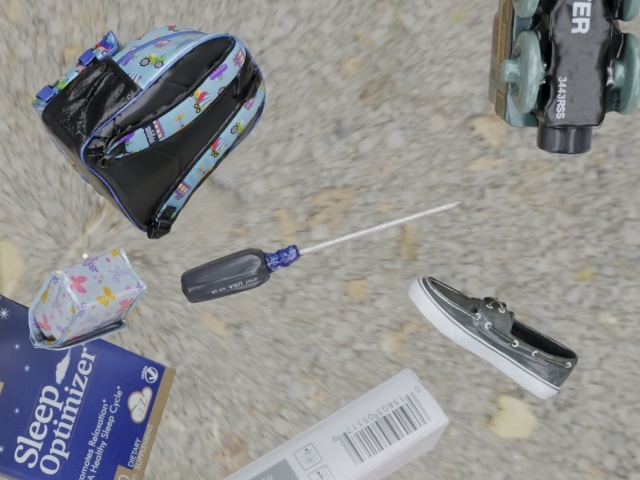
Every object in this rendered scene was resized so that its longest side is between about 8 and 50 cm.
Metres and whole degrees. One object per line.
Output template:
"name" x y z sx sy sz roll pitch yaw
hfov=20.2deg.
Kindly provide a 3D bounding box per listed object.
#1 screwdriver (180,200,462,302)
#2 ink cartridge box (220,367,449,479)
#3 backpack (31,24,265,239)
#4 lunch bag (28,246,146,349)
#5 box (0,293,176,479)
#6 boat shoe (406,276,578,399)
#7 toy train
"screwdriver" 0.000 0.000 1.039 0.170 0.024 0.025 -22 103 -2
"ink cartridge box" -0.008 0.193 1.350 0.189 0.232 0.066 -30 70 -16
"backpack" -0.140 -0.115 1.560 0.173 0.158 0.117 -44 54 -7
"lunch bag" -0.184 0.052 1.407 0.071 0.083 0.053 -19 70 -39
"box" -0.233 0.133 1.487 0.225 0.036 0.136 26 72 -34
"boat shoe" 0.126 0.063 1.313 0.142 0.049 0.040 35 108 -18
"toy train" 0.225 -0.250 1.676 0.142 0.190 0.334 -1 105 -8
